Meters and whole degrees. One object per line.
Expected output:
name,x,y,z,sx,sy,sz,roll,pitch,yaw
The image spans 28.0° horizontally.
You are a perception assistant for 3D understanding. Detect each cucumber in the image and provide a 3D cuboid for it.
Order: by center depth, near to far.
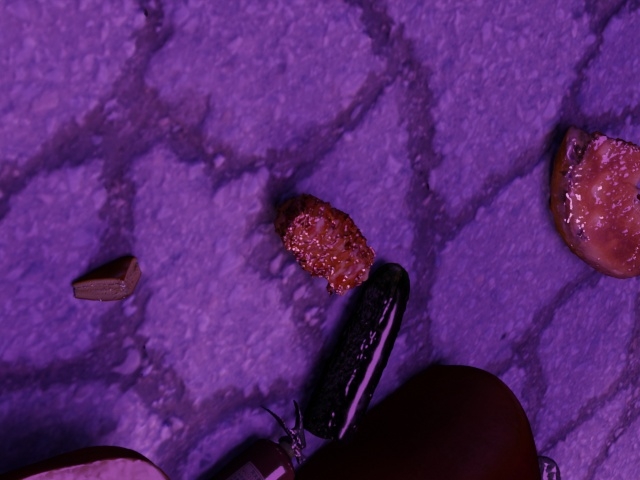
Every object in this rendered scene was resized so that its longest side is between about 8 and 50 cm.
cucumber,0.055,0.141,1.644,0.074,0.074,0.241,23,93,-46

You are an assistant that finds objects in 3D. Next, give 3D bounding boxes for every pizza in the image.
pizza,0.411,-0.056,1.858,0.161,0.086,0.305,-29,129,-1

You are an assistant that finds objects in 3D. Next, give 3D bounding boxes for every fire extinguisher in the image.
fire extinguisher,-0.100,0.292,1.587,0.231,0.071,0.099,-39,104,-22

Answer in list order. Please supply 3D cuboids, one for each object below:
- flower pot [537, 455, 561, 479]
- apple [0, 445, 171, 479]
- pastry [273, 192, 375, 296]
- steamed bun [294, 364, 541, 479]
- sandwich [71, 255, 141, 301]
flower pot,0.312,0.474,1.896,0.299,0.282,0.299,-16,118,-32
apple,-0.279,0.389,1.320,0.365,0.295,0.329,-37,160,-28
pastry,0.002,-0.002,1.537,0.087,0.063,0.169,-46,139,-3
steamed bun,0.148,0.360,1.710,0.379,0.248,0.235,-35,131,-26
sandwich,-0.219,0.044,1.370,0.083,0.044,0.031,-28,122,-32
